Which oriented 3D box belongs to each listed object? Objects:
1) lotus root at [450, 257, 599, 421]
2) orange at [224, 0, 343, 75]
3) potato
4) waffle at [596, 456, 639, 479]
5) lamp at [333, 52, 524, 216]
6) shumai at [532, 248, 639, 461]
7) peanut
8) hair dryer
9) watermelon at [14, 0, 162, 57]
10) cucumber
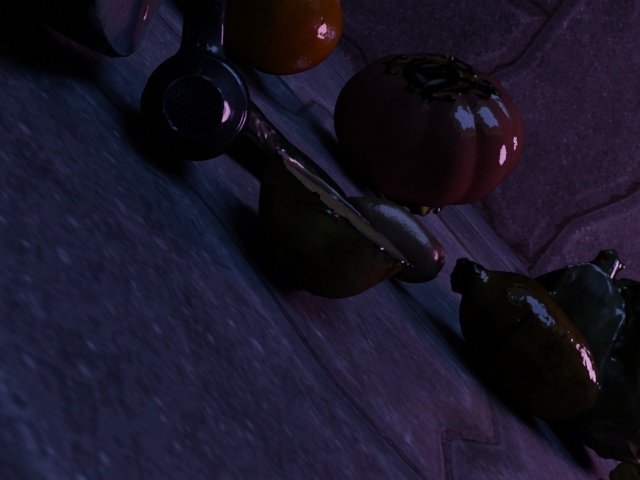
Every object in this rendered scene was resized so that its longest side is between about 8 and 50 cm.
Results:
[{"bbox_3d":[0.250,0.122,1.439,0.260,0.128,0.145,50,-4,-17],"label":"lotus root"},{"bbox_3d":[-0.081,-0.338,1.636,0.240,0.171,0.240,43,15,-14],"label":"orange"},{"bbox_3d":[0.000,0.000,1.013,0.164,0.081,0.200,40,8,1],"label":"potato"},{"bbox_3d":[0.429,0.398,1.276,0.308,0.091,0.213,46,10,-19],"label":"waffle"},{"bbox_3d":[0.167,-0.161,1.824,0.305,0.240,0.305,6,32,-4],"label":"lamp"},{"bbox_3d":[0.357,0.154,1.671,0.288,0.292,0.330,11,-8,12],"label":"shumai"},{"bbox_3d":[0.090,-0.004,1.397,0.152,0.076,0.076,38,13,-17],"label":"peanut"},{"bbox_3d":[-0.092,-0.205,0.980,0.091,0.272,0.235,8,7,-5],"label":"hair dryer"},{"bbox_3d":[-0.219,-0.292,0.914,0.222,0.319,0.292,19,-27,-7],"label":"watermelon"},{"bbox_3d":[-0.041,-0.083,1.208,0.284,0.056,0.056,44,10,-43],"label":"cucumber"}]
